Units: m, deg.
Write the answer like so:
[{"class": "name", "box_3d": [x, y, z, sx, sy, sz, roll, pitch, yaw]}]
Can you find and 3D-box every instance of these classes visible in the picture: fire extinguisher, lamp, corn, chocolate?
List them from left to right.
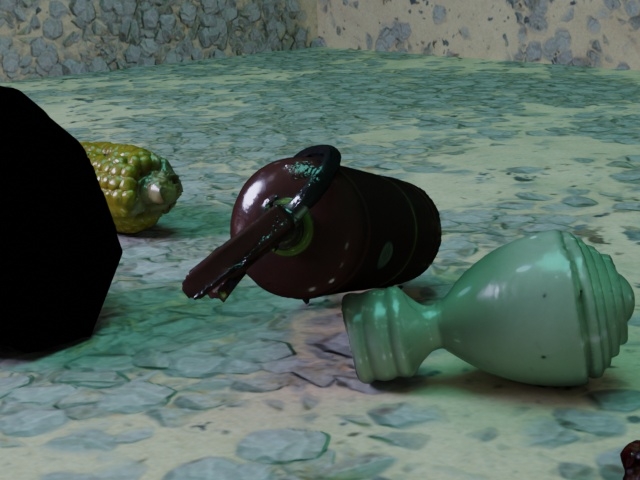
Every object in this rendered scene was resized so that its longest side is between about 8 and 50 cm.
[{"class": "chocolate", "box_3d": [-0.305, -0.004, 0.958, 0.177, 0.224, 0.206, -24, 36, 34]}, {"class": "corn", "box_3d": [-0.248, -0.062, 1.283, 0.262, 0.097, 0.097, 9, 18, 41]}, {"class": "fire extinguisher", "box_3d": [0.000, 0.000, 0.870, 0.105, 0.141, 0.341, 42, 11, 13]}, {"class": "lamp", "box_3d": [0.113, 0.054, 0.797, 0.193, 0.106, 0.106, -11, 13, 10]}]

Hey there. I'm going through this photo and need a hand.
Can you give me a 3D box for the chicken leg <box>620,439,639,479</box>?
[{"class": "chicken leg", "box_3d": [0.286, 0.133, 0.502, 0.323, 0.082, 0.177, 7, 2, 41]}]
